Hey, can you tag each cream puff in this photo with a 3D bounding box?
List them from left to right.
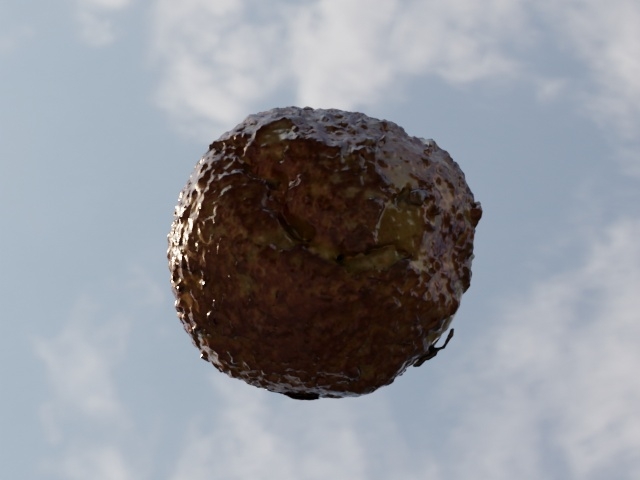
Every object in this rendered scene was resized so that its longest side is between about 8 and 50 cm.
[{"bbox_3d":[0.000,0.001,1.434,0.240,0.164,0.240,-2,-126,2],"label":"cream puff"}]
